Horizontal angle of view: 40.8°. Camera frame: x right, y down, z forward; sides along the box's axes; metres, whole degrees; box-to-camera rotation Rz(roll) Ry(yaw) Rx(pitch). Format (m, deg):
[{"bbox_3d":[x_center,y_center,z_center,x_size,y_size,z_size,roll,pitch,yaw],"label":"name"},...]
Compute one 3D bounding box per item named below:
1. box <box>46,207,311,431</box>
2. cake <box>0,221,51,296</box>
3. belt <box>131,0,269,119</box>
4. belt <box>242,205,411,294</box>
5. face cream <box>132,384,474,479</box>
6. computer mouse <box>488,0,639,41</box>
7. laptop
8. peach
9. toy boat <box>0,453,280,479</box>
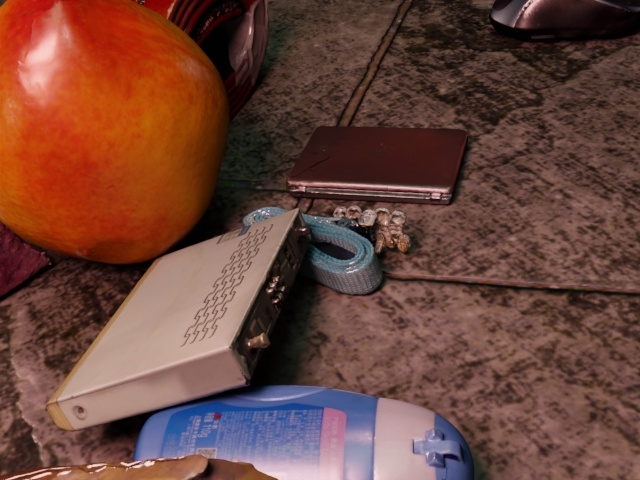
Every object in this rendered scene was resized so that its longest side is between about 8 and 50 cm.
[{"bbox_3d":[-0.115,0.067,0.815,0.210,0.045,0.270,-19,21,18],"label":"box"},{"bbox_3d":[-0.453,0.048,0.953,0.295,0.113,0.116,-38,43,-24],"label":"cake"},{"bbox_3d":[-0.182,-0.276,1.213,0.115,0.227,0.324,11,31,20],"label":"belt"},{"bbox_3d":[-0.001,-0.003,0.946,0.179,0.065,0.100,18,55,32],"label":"belt"},{"bbox_3d":[-0.012,0.181,0.681,0.263,0.083,0.149,-3,49,9],"label":"face cream"},{"bbox_3d":[0.374,-0.367,1.311,0.233,0.096,0.137,1,38,16],"label":"computer mouse"},{"bbox_3d":[0.075,-0.098,1.086,0.207,0.026,0.154,4,37,16],"label":"laptop"},{"bbox_3d":[-0.247,-0.120,0.925,0.288,0.289,0.308,-11,-4,-2],"label":"peach"},{"bbox_3d":[-0.208,0.246,0.577,0.445,0.162,0.136,-12,37,2],"label":"toy boat"}]
